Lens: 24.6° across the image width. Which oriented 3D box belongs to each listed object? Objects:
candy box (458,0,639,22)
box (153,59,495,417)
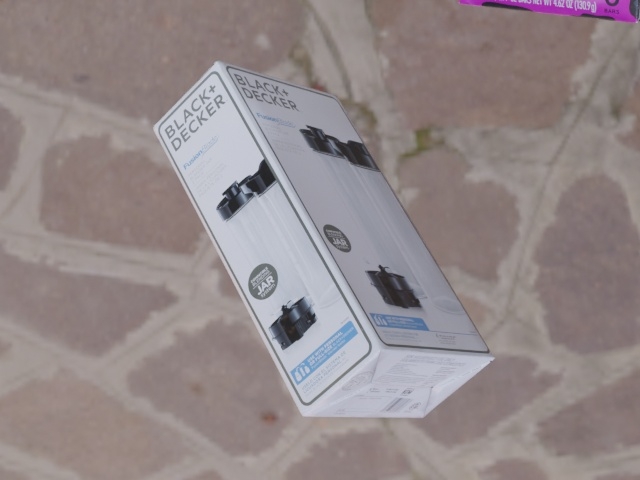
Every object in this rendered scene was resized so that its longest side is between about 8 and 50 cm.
[{"bbox_3d":[0.189,-0.297,1.153,0.159,0.071,0.233,11,121,27],"label":"candy box"},{"bbox_3d":[0.000,0.000,1.185,0.087,0.290,0.169,-44,149,25],"label":"box"}]
